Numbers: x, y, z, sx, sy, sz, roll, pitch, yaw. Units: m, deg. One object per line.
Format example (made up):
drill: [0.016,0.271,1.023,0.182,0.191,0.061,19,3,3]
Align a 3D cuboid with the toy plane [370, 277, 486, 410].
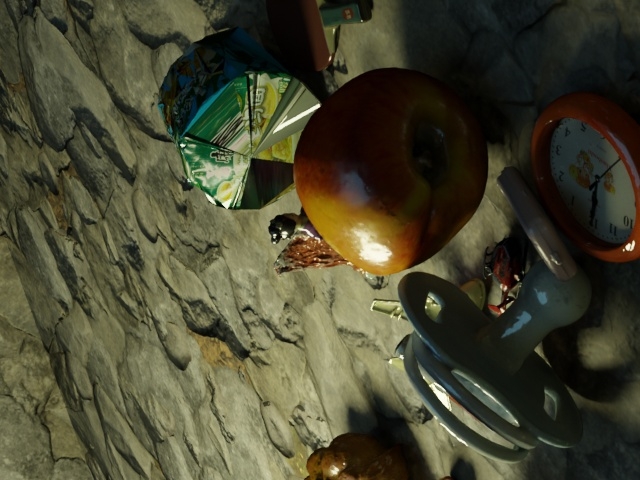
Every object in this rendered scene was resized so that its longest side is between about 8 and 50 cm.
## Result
toy plane: [0.171,0.138,2.052,0.242,0.104,0.256,41,151,16]

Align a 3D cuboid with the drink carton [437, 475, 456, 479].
drink carton: [0.191,0.480,2.250,0.071,0.096,0.223,25,130,51]

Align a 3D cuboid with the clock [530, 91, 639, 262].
clock: [0.317,-0.071,1.688,0.205,0.051,0.205,43,146,39]

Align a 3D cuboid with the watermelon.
watermelon: [0.005,-0.017,2.194,0.098,0.158,0.121,100,165,-46]

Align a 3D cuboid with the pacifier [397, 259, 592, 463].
pacifier: [0.239,0.117,1.813,0.299,0.244,0.233,38,107,-7]

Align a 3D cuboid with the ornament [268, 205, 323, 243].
ornament: [0.019,-0.045,2.075,0.088,0.203,0.081,44,136,40]

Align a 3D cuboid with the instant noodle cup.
instant noodle cup: [-0.130,-0.186,2.214,0.178,0.240,0.240,50,148,47]

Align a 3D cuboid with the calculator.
calculator: [0.256,-0.020,1.763,0.100,0.032,0.175,53,-170,-32]

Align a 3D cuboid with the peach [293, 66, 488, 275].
peach: [0.082,-0.087,1.875,0.281,0.238,0.281,-175,90,-67]

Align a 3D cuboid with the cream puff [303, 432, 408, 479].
cream puff: [0.071,0.432,2.364,0.269,0.155,0.241,58,150,21]

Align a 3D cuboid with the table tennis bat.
table tennis bat: [-0.007,-0.316,2.106,0.274,0.021,0.154,6,115,60]

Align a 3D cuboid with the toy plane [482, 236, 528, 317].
toy plane: [0.243,0.049,1.920,0.060,0.037,0.145,28,130,36]
